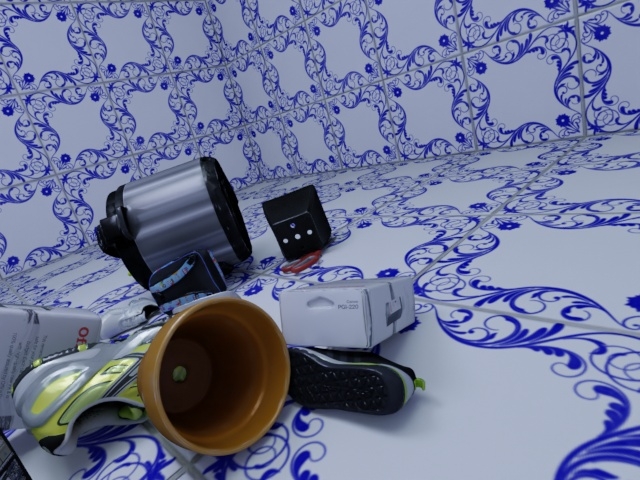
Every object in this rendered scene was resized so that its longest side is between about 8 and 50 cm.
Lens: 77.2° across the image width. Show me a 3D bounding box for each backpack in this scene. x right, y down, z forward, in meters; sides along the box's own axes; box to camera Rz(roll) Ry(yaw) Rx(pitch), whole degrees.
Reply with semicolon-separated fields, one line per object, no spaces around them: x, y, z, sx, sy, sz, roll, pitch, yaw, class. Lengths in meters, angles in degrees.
-0.364;0.120;1.096;0.174;0.158;0.117;-27;8;5;backpack

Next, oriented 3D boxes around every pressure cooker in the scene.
-0.466;-0.039;1.281;0.421;0.369;0.375;-20;38;-5;pressure cooker

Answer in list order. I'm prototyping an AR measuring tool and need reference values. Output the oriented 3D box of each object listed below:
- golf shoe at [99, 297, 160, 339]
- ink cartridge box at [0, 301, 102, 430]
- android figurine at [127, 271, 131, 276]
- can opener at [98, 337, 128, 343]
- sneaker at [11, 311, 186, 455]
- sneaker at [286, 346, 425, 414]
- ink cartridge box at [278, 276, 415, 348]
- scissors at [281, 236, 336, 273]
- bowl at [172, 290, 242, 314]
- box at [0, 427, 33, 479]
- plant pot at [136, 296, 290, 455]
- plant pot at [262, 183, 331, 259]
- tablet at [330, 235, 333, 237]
-0.518;0.209;1.088;0.086;0.069;0.176;1;24;29;golf shoe
-0.555;0.210;0.688;0.273;0.198;0.115;16;-9;-42;ink cartridge box
-0.609;0.092;1.567;0.273;0.056;0.248;-13;17;4;android figurine
-0.507;0.266;0.913;0.281;0.074;0.093;-9;-16;17;can opener
-0.304;0.242;0.722;0.385;0.145;0.147;-18;52;-37;sneaker
0.041;0.207;0.599;0.235;0.084;0.097;0;-1;41;sneaker
0.055;0.116;0.689;0.159;0.092;0.218;-6;-5;30;ink cartridge box
-0.002;0.038;1.243;0.109;0.021;0.297;-12;12;44;scissors
-0.240;0.170;0.892;0.142;0.053;0.142;-19;-22;-6;bowl
-0.427;0.332;0.456;0.078;0.147;0.180;-17;17;-4;box
-0.183;0.201;0.609;0.188;0.205;0.205;-21;9;45;plant pot
-0.073;-0.046;1.288;0.188;0.188;0.167;-20;23;5;plant pot
0.000;0.000;1.376;0.083;0.006;0.054;-25;15;-27;tablet
